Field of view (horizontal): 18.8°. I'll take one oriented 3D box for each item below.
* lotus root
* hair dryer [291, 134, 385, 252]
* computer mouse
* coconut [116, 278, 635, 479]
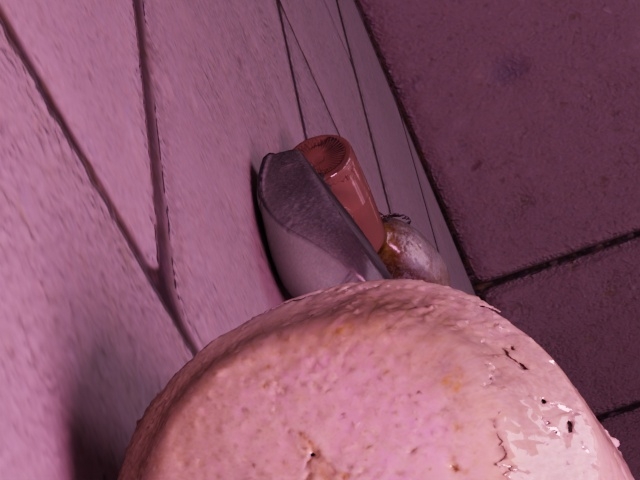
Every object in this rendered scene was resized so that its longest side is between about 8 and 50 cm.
[{"bbox_3d":[0.082,0.022,2.020,0.165,0.088,0.088,51,18,-41],"label":"lotus root"},{"bbox_3d":[0.014,0.007,1.639,0.182,0.064,0.117,-89,162,-48],"label":"hair dryer"},{"bbox_3d":[-0.004,0.004,1.446,0.113,0.068,0.229,53,3,-25],"label":"computer mouse"},{"bbox_3d":[0.034,0.134,0.786,0.234,0.224,0.224,58,14,-53],"label":"coconut"}]
